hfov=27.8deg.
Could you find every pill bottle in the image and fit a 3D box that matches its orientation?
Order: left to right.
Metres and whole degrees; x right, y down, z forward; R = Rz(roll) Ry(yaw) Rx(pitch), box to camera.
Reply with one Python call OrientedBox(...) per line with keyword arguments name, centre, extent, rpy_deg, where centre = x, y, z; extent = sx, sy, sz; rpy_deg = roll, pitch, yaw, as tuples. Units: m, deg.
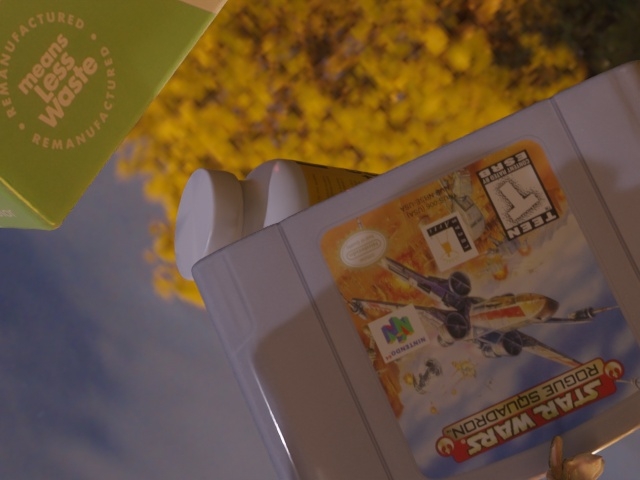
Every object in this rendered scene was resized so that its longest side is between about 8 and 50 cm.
OrientedBox(name="pill bottle", centre=(0.000, 0.000, 0.878), extent=(0.184, 0.103, 0.103), rpy_deg=(8, -146, -24))

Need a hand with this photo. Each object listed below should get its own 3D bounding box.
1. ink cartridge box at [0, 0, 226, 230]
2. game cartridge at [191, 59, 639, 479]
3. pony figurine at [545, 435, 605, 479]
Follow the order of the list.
OrientedBox(name="ink cartridge box", centre=(-0.174, -0.191, 0.423), extent=(0.119, 0.207, 0.353), rpy_deg=(4, 144, 46))
OrientedBox(name="game cartridge", centre=(0.095, 0.043, 0.753), extent=(0.062, 0.297, 0.198), rpy_deg=(54, -169, -75))
OrientedBox(name="pony figurine", centre=(0.191, 0.298, 0.585), extent=(0.351, 0.363, 0.303), rpy_deg=(-71, -24, -59))
